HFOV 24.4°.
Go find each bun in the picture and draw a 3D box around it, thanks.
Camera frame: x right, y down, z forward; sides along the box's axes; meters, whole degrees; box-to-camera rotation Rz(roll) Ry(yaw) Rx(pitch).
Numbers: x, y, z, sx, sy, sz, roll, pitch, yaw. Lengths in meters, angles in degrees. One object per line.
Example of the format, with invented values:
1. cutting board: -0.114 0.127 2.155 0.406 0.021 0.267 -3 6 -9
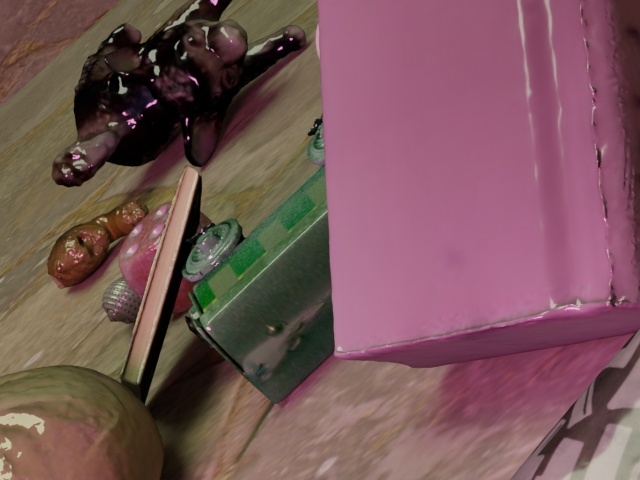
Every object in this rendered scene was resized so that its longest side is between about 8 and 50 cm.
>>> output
1. bun: -0.313 0.256 1.327 0.361 0.213 0.361 -39 21 17

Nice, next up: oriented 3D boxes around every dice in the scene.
1. dice: -0.163 0.019 1.654 0.093 0.094 0.091 -35 27 21

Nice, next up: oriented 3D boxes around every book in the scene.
1. book: -0.158 0.056 1.487 0.160 0.024 0.228 104 180 -69

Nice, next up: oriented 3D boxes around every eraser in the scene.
1. eraser: 0.127 -0.103 1.067 0.272 0.122 0.359 -17 71 45

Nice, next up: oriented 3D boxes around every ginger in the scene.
1. ginger: -0.304 0.002 1.965 0.165 0.067 0.096 -37 1 17

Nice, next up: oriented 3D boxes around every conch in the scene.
1. conch: -0.214 0.066 1.711 0.085 0.056 0.076 -32 -4 -23

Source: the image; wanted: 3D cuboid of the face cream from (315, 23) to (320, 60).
1. face cream: 0.097 -0.174 1.396 0.092 0.092 0.311 -36 -13 21

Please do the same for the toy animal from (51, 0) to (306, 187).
1. toy animal: -0.215 -0.204 2.035 0.344 0.194 0.302 -25 23 46

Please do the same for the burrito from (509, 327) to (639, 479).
1. burrito: 0.212 0.098 0.839 0.445 0.101 0.139 -49 24 -11

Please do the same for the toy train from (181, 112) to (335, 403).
1. toy train: 0.000 0.000 1.370 0.301 0.120 0.202 -43 24 1
